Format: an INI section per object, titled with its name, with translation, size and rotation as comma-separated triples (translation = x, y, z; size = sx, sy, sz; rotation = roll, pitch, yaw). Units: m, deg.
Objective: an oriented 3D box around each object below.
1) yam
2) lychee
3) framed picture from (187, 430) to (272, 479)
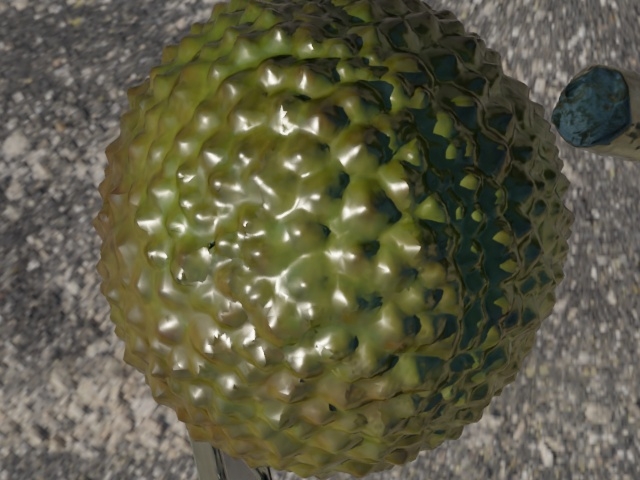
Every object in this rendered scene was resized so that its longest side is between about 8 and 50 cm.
[yam]
translation = 0.294, -0.093, 0.959
size = 0.067, 0.317, 0.071
rotation = -32, 68, 44
[lychee]
translation = 0.003, -0.002, 0.688
size = 0.270, 0.320, 0.270
rotation = -2, 73, 6
[framed picture]
translation = -0.064, 0.352, 1.360
size = 0.028, 0.446, 0.326
rotation = -16, 67, 0
